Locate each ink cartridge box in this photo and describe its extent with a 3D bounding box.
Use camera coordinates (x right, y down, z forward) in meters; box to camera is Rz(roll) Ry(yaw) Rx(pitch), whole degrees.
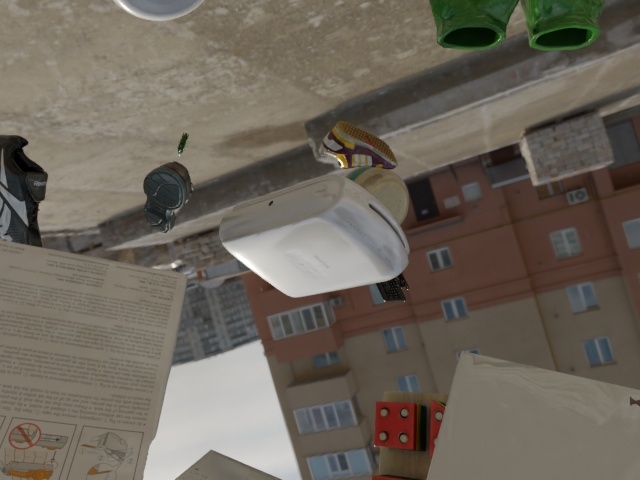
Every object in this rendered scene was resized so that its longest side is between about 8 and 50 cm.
[{"bbox_3d":[-0.198,0.101,0.360,0.181,0.225,0.056,12,134,-14],"label":"ink cartridge box"}]

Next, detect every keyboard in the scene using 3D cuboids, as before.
[{"bbox_3d":[0.175,0.071,1.388,0.100,0.192,0.038,3,141,-34],"label":"keyboard"}]

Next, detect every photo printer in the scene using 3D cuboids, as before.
[{"bbox_3d":[0.000,0.000,1.016,0.307,0.107,0.256,-14,140,33],"label":"photo printer"}]

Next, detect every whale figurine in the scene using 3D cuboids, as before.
[{"bbox_3d":[0.090,-0.047,1.257,0.216,0.272,0.141,20,-173,-41],"label":"whale figurine"}]

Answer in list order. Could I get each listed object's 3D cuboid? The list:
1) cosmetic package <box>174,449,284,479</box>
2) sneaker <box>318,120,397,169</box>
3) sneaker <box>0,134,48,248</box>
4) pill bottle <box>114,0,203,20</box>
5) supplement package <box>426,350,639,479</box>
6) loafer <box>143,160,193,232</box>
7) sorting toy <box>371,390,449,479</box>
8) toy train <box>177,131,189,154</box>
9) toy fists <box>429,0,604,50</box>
[{"bbox_3d":[-0.165,0.528,1.016,0.224,0.138,0.225,20,172,7],"label":"cosmetic package"},{"bbox_3d":[0.081,-0.184,1.126,0.185,0.069,0.084,22,128,-35],"label":"sneaker"},{"bbox_3d":[-0.534,-0.082,0.951,0.106,0.234,0.078,-12,-162,1],"label":"sneaker"},{"bbox_3d":[-0.248,-0.427,0.692,0.153,0.265,0.153,-26,155,-13],"label":"pill bottle"},{"bbox_3d":[0.231,0.295,0.583,0.198,0.263,0.199,9,-134,23],"label":"supplement package"},{"bbox_3d":[-0.325,-0.107,1.151,0.084,0.096,0.267,-59,-172,-32],"label":"loafer"},{"bbox_3d":[0.220,0.434,1.055,0.255,0.257,0.089,-8,156,34],"label":"sorting toy"},{"bbox_3d":[-0.327,-0.229,1.261,0.017,0.083,0.024,17,127,-14],"label":"toy train"},{"bbox_3d":[0.305,-0.383,0.823,0.279,0.142,0.096,-2,170,-3],"label":"toy fists"}]
